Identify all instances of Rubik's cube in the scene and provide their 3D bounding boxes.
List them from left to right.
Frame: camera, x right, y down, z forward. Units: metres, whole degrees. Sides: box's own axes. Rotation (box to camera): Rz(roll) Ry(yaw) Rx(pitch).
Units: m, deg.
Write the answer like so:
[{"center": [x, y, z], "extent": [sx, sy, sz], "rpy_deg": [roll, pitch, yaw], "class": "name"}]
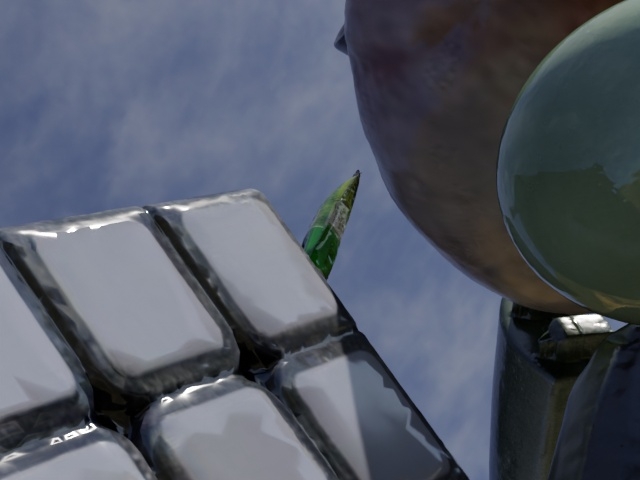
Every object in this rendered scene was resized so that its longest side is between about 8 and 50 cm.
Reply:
[{"center": [-0.116, 0.187, 0.633], "extent": [0.305, 0.303, 0.301], "rpy_deg": [-46, -18, 28], "class": "Rubik's cube"}]

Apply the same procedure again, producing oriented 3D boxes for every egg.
[{"center": [0.166, -0.038, 0.600], "extent": [0.149, 0.192, 0.149], "rpy_deg": [22, -122, -40], "class": "egg"}]

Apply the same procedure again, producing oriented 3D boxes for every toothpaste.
[{"center": [0.000, 0.000, 1.606], "extent": [0.078, 0.047, 0.248], "rpy_deg": [-46, 12, 34], "class": "toothpaste"}]

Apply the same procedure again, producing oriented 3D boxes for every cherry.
[{"center": [0.177, -0.098, 0.988], "extent": [0.335, 0.291, 0.326], "rpy_deg": [-14, -50, -28], "class": "cherry"}]

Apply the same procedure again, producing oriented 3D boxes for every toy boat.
[{"center": [0.198, 0.189, 1.193], "extent": [0.092, 0.141, 0.319], "rpy_deg": [-5, -60, -10], "class": "toy boat"}]

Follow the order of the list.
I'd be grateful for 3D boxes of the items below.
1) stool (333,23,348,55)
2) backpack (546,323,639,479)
[{"center": [0.162, -0.280, 1.591], "extent": [0.178, 0.272, 0.272], "rpy_deg": [40, -98, -6], "class": "stool"}, {"center": [0.252, 0.153, 0.752], "extent": [0.140, 0.253, 0.207], "rpy_deg": [97, -169, -54], "class": "backpack"}]
